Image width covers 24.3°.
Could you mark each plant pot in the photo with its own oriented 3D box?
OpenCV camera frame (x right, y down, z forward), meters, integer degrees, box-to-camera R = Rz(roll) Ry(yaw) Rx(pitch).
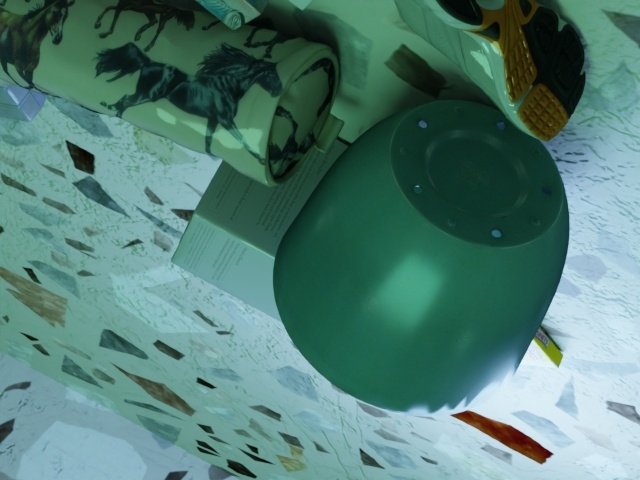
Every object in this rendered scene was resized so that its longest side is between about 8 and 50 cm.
[{"bbox_3d":[0.120,-0.003,1.524,0.293,0.293,0.235,27,142,1],"label":"plant pot"}]

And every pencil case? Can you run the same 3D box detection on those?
[{"bbox_3d":[-0.182,-0.187,1.595,0.410,0.160,0.183,20,-174,14],"label":"pencil case"}]

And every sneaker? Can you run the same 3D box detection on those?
[{"bbox_3d":[0.144,-0.195,1.356,0.121,0.099,0.262,23,160,51],"label":"sneaker"}]

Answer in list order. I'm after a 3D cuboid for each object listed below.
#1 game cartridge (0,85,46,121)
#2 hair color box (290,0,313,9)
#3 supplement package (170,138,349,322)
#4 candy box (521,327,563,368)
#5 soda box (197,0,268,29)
[{"bbox_3d":[-0.546,-0.263,1.939,0.355,0.068,0.230,13,156,28],"label":"game cartridge"},{"bbox_3d":[-0.009,-0.284,1.358,0.093,0.053,0.167,33,154,-15],"label":"hair color box"},{"bbox_3d":[0.000,0.000,1.757,0.293,0.177,0.175,29,155,-3],"label":"supplement package"},{"bbox_3d":[0.222,0.098,1.909,0.105,0.027,0.206,0,145,41],"label":"candy box"},{"bbox_3d":[-0.129,-0.290,1.460,0.183,0.058,0.063,38,153,-21],"label":"soda box"}]
